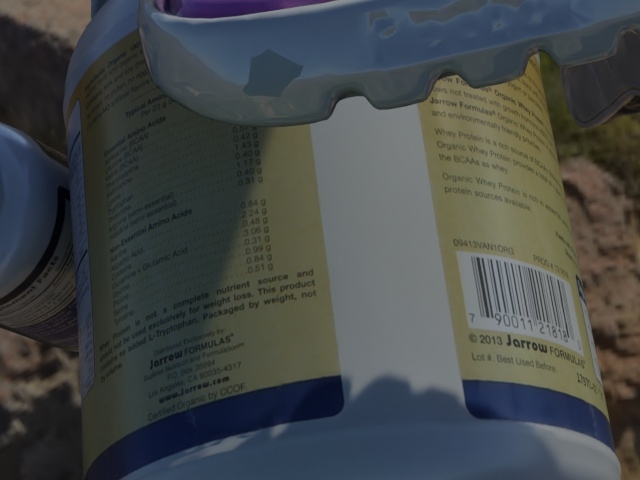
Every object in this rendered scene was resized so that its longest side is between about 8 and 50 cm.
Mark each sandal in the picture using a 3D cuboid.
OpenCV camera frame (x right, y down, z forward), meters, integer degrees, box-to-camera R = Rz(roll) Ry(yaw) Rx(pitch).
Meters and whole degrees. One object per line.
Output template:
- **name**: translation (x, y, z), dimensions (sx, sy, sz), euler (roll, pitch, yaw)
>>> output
- **sandal**: translation (0.134, -0.146, 0.525), dimensions (0.416, 0.102, 0.169), euler (-22, 28, -10)

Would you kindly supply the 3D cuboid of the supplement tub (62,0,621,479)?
- **supplement tub**: translation (0.000, 0.000, 0.716), dimensions (0.228, 0.228, 0.316), euler (-10, 64, 8)

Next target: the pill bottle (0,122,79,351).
- **pill bottle**: translation (-0.156, -0.005, 0.781), dimensions (0.094, 0.169, 0.094), euler (-7, 72, 23)

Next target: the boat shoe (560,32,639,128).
- **boat shoe**: translation (0.318, -0.170, 1.430), dimensions (0.095, 0.112, 0.335), euler (-18, 1, -12)
